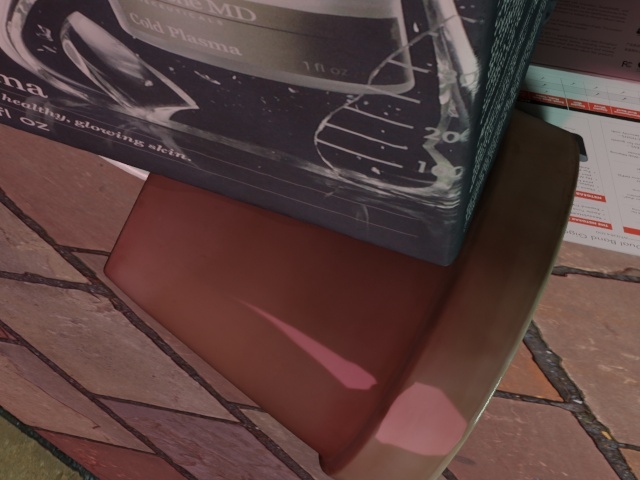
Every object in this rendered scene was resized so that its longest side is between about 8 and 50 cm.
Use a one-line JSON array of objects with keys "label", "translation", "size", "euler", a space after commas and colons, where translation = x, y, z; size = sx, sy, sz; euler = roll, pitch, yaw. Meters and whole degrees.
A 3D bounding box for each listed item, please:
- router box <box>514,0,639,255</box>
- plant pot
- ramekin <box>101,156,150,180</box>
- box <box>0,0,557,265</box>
[{"label": "router box", "translation": [0.279, -0.083, 1.397], "size": [0.335, 0.082, 0.301], "euler": [13, 157, 21]}, {"label": "plant pot", "translation": [0.000, 0.000, 1.316], "size": [0.280, 0.323, 0.323], "euler": [26, 158, -5]}, {"label": "ramekin", "translation": [-0.105, -0.151, 1.517], "size": [0.277, 0.135, 0.277], "euler": [18, 159, 7]}, {"label": "box", "translation": [-0.087, -0.263, 1.034], "size": [0.479, 0.297, 0.472], "euler": [18, 156, 9]}]
